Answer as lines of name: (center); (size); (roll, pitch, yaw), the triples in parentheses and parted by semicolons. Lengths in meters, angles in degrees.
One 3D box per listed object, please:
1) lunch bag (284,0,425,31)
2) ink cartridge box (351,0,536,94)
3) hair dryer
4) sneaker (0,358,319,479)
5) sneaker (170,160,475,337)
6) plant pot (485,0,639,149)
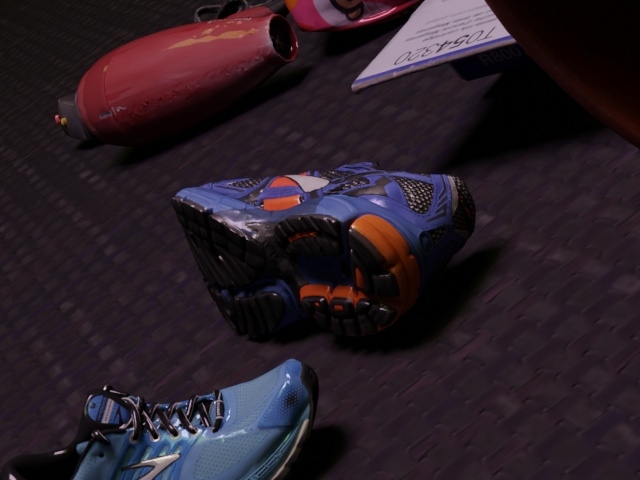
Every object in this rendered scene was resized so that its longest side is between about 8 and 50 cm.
lunch bag: (0.104, -0.278, 1.315); (0.293, 0.120, 0.258); (-24, 18, 22)
ink cartridge box: (0.222, -0.180, 0.956); (0.324, 0.071, 0.330); (-10, 32, 45)
hair dryer: (-0.099, -0.154, 1.384); (0.223, 0.080, 0.293); (-38, 20, -13)
sneaker: (-0.074, 0.094, 0.777); (0.162, 0.073, 0.063); (-29, 20, 14)
sneaker: (0.000, 0.000, 0.899); (0.087, 0.083, 0.221); (-29, 21, -28)
plant pot: (0.219, -0.188, 0.635); (0.272, 0.272, 0.265); (-4, 42, 55)
